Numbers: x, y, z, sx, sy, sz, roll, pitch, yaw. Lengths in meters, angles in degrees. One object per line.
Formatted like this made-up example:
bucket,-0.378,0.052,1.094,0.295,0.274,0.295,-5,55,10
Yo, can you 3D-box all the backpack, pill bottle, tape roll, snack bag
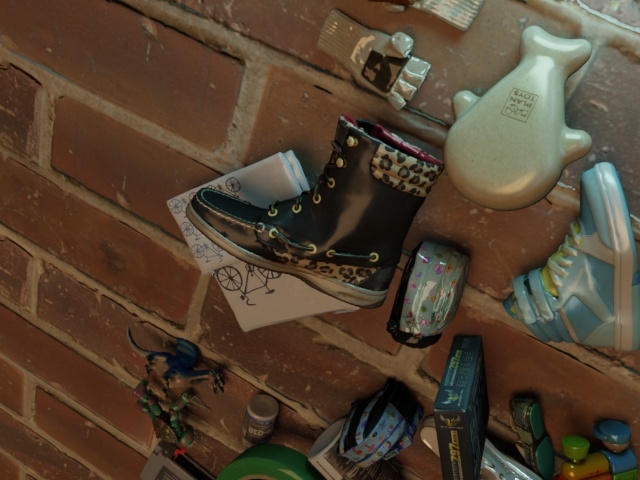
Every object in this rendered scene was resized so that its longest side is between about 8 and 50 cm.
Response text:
backpack,0.118,0.398,1.180,0.117,0.173,0.158,46,123,-1
pill bottle,-0.151,0.452,1.391,0.078,0.078,0.137,23,121,14
tape roll,-0.104,0.645,1.331,0.321,0.077,0.321,4,99,24
snack bag,-0.119,0.025,1.128,0.323,0.037,0.342,-16,106,31
pill bottle,0.098,0.533,1.279,0.245,0.130,0.130,46,124,0
backpack,0.198,0.092,1.028,0.115,0.152,0.182,16,107,12

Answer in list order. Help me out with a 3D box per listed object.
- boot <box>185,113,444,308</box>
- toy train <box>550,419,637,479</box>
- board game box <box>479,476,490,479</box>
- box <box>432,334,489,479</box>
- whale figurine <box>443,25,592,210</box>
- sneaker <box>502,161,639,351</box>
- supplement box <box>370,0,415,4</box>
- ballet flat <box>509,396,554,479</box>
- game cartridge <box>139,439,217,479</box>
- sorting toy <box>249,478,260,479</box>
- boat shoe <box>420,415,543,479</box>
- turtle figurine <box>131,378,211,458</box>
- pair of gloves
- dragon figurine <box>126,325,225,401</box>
boot,-0.008,-0.074,0.939,0.378,0.138,0.284,26,114,-1
toy train,0.453,0.419,1.019,0.248,0.105,0.143,-8,100,-13
board game box,0.456,0.649,1.190,0.302,0.086,0.308,-11,108,30
box,0.262,0.310,1.034,0.059,0.232,0.183,-2,113,23
whale figurine,0.305,-0.176,0.864,0.216,0.141,0.272,26,99,25
sneaker,0.391,0.041,0.911,0.208,0.127,0.318,-6,110,26
supplement box,0.113,-0.464,0.799,0.078,0.080,0.233,13,100,19
ballet flat,0.410,0.384,1.110,0.070,0.070,0.188,-7,108,28
game cartridge,-0.383,0.727,1.648,0.297,0.062,0.198,36,128,6
sorting toy,-0.036,0.625,1.419,0.366,0.127,0.126,-6,87,26
boat shoe,0.308,0.453,1.132,0.277,0.096,0.098,25,128,34
turtle figurine,-0.392,0.471,1.499,0.234,0.118,0.175,31,123,16
pair of gloves,0.119,-0.353,0.904,0.204,0.042,0.240,40,123,4
dragon figurine,-0.361,0.305,1.417,0.289,0.144,0.085,34,127,31
